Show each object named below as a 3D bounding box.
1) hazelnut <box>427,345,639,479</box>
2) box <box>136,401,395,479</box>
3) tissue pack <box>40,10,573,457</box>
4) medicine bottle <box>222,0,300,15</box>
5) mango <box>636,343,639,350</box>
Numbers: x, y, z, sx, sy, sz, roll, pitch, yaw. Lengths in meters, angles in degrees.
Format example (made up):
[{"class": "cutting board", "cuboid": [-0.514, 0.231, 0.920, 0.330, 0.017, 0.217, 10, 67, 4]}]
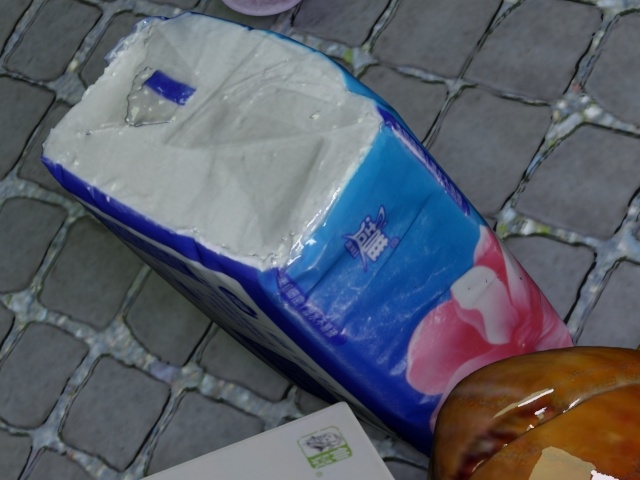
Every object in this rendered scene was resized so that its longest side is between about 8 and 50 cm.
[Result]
[{"class": "hazelnut", "cuboid": [0.143, 0.132, 0.986, 0.182, 0.182, 0.182, -15, 55, 23]}, {"class": "box", "cuboid": [-0.009, 0.218, 0.992, 0.175, 0.062, 0.260, -20, 48, -16]}, {"class": "tissue pack", "cuboid": [0.000, 0.000, 1.087, 0.209, 0.270, 0.137, 23, 76, 40]}, {"class": "medicine bottle", "cuboid": [-0.049, -0.263, 1.381, 0.122, 0.122, 0.212, -21, 54, 19]}, {"class": "mango", "cuboid": [0.223, 0.062, 1.051, 0.114, 0.060, 0.080, -36, 46, 13]}]
